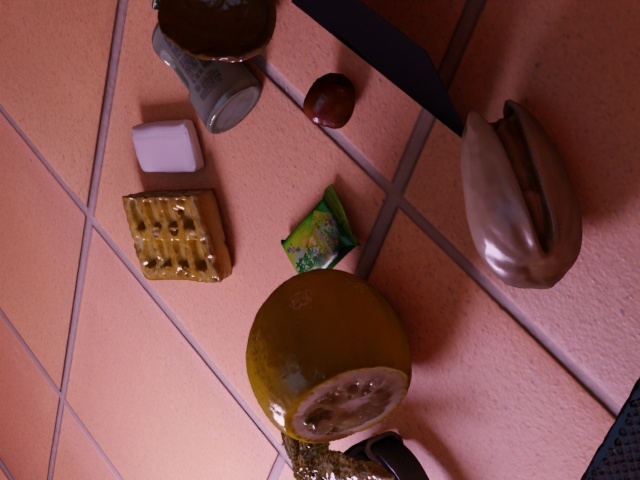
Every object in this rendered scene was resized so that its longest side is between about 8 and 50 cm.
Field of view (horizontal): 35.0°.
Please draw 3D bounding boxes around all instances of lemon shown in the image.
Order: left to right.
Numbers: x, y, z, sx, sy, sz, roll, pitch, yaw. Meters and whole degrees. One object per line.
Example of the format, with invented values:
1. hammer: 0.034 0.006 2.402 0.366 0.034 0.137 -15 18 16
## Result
1. lemon: 0.005 0.153 1.456 0.219 0.240 0.240 66 148 35

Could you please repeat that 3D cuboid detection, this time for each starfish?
1. starfish: 0.007 0.350 1.592 0.358 0.078 0.347 144 125 -61

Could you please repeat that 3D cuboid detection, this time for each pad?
1. pad: 0.034 -0.269 1.244 0.367 0.007 0.247 43 179 28

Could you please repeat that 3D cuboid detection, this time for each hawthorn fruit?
1. hawthorn fruit: 0.013 -0.192 1.393 0.077 0.077 0.077 27 128 41

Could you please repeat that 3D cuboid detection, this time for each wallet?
1. wallet: -0.271 -0.165 1.783 0.190 0.033 0.095 1 108 49

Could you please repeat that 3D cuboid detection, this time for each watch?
1. watch: 0.110 0.399 1.579 0.193 0.068 0.206 -9 99 57

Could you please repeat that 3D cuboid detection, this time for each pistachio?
1. pistachio: 0.225 -0.049 1.165 0.152 0.126 0.223 -122 14 -83

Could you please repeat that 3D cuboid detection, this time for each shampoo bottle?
1. shampoo bottle: -0.192 -0.290 1.575 0.234 0.087 0.118 55 134 15

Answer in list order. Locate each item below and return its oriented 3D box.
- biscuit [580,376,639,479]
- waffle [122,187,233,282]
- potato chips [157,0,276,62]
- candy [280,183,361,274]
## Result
1. biscuit: 0.383 0.199 1.088 0.106 0.070 0.252 37 114 34
2. waffle: -0.259 -0.010 1.829 0.274 0.057 0.168 0 109 51
3. potato chips: -0.151 -0.337 1.493 0.201 0.049 0.150 14 90 19
4. candy: -0.001 0.000 1.539 0.102 0.032 0.178 58 142 11
